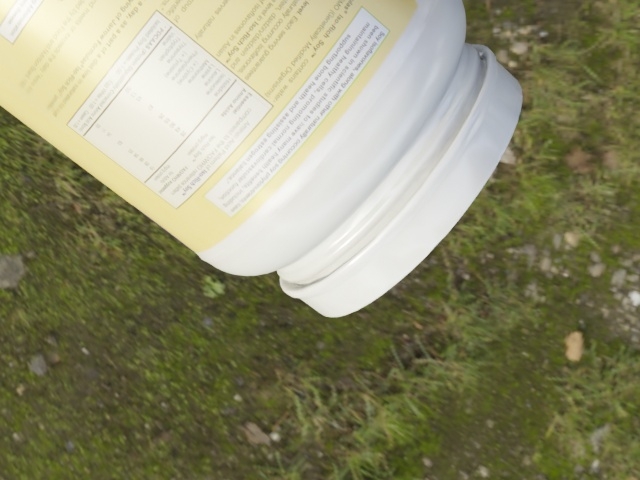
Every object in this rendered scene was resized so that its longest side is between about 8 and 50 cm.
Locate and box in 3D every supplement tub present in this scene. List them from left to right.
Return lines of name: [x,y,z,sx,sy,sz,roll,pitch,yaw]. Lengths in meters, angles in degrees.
supplement tub: [-0.062,-0.129,0.652,0.331,0.241,0.241,39,83,-14]
